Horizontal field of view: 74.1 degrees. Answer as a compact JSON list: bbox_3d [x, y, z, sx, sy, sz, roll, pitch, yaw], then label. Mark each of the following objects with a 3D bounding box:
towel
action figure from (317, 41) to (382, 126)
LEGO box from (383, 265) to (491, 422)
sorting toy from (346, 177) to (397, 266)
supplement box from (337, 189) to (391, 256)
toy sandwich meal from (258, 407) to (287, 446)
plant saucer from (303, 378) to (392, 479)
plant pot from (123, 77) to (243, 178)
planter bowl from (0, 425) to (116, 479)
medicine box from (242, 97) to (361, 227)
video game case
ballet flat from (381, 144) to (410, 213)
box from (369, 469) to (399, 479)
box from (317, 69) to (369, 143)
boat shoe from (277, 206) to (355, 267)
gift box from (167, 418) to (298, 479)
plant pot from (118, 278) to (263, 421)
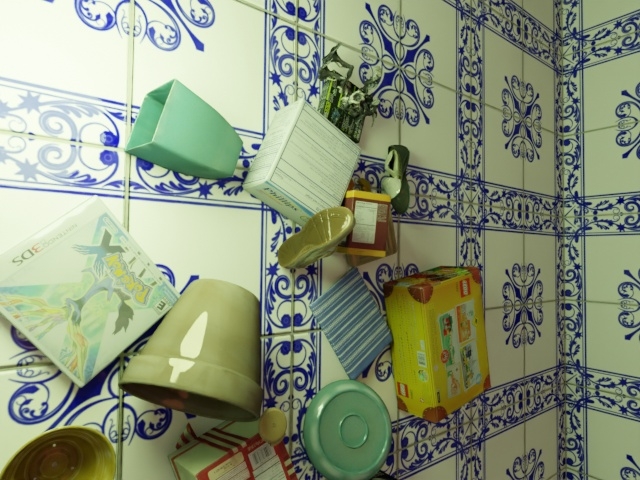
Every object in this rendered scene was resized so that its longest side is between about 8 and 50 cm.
[{"bbox_3d":[0.115,0.291,1.487,0.243,0.040,0.336,-38,109,-31],"label":"towel"},{"bbox_3d":[0.119,-0.495,1.386,0.275,0.141,0.164,38,66,-26],"label":"action figure"},{"bbox_3d":[0.461,0.376,1.650,0.372,0.193,0.500,-10,95,-38],"label":"LEGO box"},{"bbox_3d":[0.163,-0.077,1.531,0.229,0.041,0.307,-14,97,-34],"label":"sorting toy"},{"bbox_3d":[0.116,-0.053,1.366,0.129,0.191,0.194,6,90,-20],"label":"supplement box"},{"bbox_3d":[-0.115,0.440,1.007,0.085,0.029,0.085,13,66,-32],"label":"toy sandwich meal"},{"bbox_3d":[0.100,0.614,1.372,0.317,0.044,0.317,8,67,-18],"label":"plant saucer"},{"bbox_3d":[-0.326,-0.254,1.072,0.234,0.166,0.165,26,73,-42],"label":"plant pot"},{"bbox_3d":[-0.563,0.493,0.905,0.217,0.090,0.217,1,89,-39],"label":"planter bowl"},{"bbox_3d":[-0.050,-0.223,1.293,0.263,0.149,0.289,33,70,-33],"label":"medicine box"},{"bbox_3d":[-0.534,0.113,0.974,0.300,0.036,0.329,-45,115,-30],"label":"video game case"},{"bbox_3d":[0.276,-0.234,1.588,0.096,0.095,0.280,16,66,-27],"label":"ballet flat"},{"bbox_3d":[0.184,0.864,1.448,0.180,0.147,0.077,9,84,-37],"label":"box"},{"bbox_3d":[0.079,-0.457,1.468,0.184,0.045,0.191,20,77,-33],"label":"box"},{"bbox_3d":[0.000,0.000,1.247,0.098,0.302,0.109,17,50,-41],"label":"boat shoe"},{"bbox_3d":[-0.218,0.577,1.074,0.255,0.258,0.276,-14,84,-37],"label":"gift box"},{"bbox_3d":[-0.271,0.257,1.032,0.323,0.323,0.280,35,53,-32],"label":"plant pot"}]
